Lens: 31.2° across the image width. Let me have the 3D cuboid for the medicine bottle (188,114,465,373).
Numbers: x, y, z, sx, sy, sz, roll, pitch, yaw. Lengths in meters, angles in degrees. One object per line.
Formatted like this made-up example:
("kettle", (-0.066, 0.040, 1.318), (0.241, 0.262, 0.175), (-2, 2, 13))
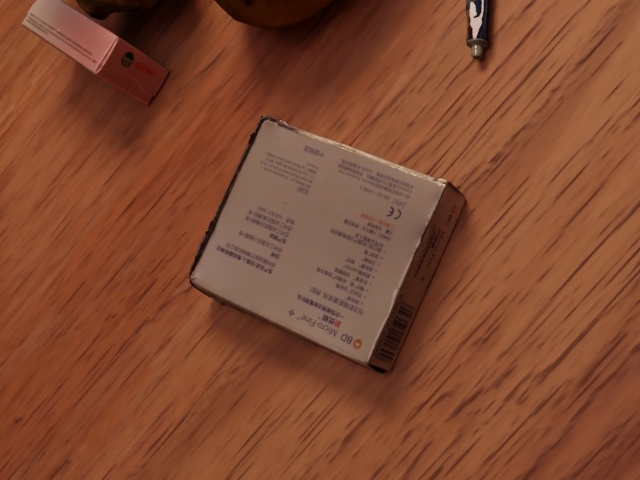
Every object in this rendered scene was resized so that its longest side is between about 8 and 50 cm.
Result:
("medicine bottle", (0.000, 0.000, 0.978), (0.201, 0.052, 0.171), (21, 87, 30))

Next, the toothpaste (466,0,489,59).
("toothpaste", (0.135, -0.194, 0.980), (0.027, 0.019, 0.083), (-15, 67, 50))

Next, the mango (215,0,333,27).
("mango", (-0.016, -0.297, 1.007), (0.236, 0.166, 0.136), (-47, 65, 10))

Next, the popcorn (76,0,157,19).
("popcorn", (-0.207, -0.309, 1.103), (0.155, 0.197, 0.197), (-40, 61, 13))

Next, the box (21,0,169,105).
("box", (-0.222, -0.190, 1.128), (0.125, 0.089, 0.043), (34, 93, 30))
